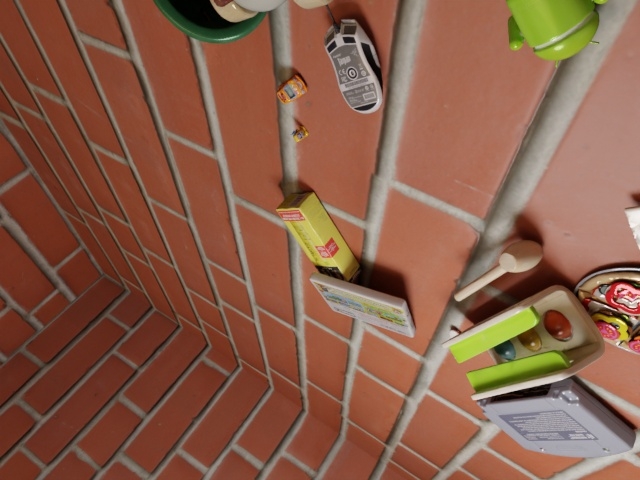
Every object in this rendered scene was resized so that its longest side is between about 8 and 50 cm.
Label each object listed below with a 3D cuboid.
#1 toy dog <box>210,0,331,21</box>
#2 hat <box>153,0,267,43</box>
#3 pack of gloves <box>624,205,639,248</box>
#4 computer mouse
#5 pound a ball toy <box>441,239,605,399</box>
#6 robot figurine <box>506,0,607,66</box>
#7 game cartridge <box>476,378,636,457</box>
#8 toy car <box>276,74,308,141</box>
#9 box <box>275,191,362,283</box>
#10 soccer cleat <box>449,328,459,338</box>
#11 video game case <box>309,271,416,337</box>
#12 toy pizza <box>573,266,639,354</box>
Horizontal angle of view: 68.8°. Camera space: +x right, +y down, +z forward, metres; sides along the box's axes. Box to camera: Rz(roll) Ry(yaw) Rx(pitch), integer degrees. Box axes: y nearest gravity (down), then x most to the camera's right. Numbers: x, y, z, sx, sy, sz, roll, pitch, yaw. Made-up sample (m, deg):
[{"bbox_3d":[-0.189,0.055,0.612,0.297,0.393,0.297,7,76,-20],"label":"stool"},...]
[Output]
[{"bbox_3d":[-0.114,-0.395,0.518,0.220,0.161,0.334,-22,112,39],"label":"toy dog"},{"bbox_3d":[-0.176,-0.402,0.732,0.208,0.173,0.183,41,-173,-16],"label":"hat"},{"bbox_3d":[0.518,0.013,0.542,0.232,0.046,0.195,-16,108,51],"label":"pack of gloves"},{"bbox_3d":[0.041,-0.276,0.667,0.106,0.042,0.193,0,126,41],"label":"computer mouse"},{"bbox_3d":[0.342,0.142,0.831,0.208,0.135,0.319,62,156,18],"label":"pound a ball toy"},{"bbox_3d":[0.236,-0.236,0.477,0.101,0.067,0.115,-21,116,47],"label":"robot figurine"},{"bbox_3d":[0.507,0.396,1.026,0.196,0.060,0.294,43,150,1],"label":"game cartridge"},{"bbox_3d":[-0.041,-0.225,0.819,0.060,0.040,0.122,10,138,40],"label":"toy car"},{"bbox_3d":[0.000,0.000,1.051,0.087,0.058,0.232,2,133,47],"label":"box"},{"bbox_3d":[0.304,0.233,1.048,0.029,0.036,0.083,10,139,40],"label":"soccer cleat"},{"bbox_3d":[0.104,0.153,1.100,0.226,0.026,0.206,16,158,25],"label":"video game case"},{"bbox_3d":[0.487,0.119,0.704,0.201,0.032,0.201,28,147,20],"label":"toy pizza"}]
